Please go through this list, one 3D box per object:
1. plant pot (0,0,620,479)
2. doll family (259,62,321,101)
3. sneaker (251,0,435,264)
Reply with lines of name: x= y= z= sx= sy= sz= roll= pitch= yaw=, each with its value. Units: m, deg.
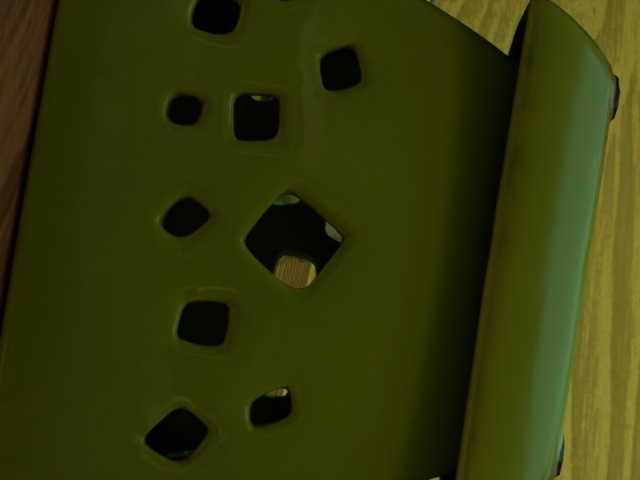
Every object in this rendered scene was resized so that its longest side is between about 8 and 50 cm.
plant pot: x=0.000 y=0.000 z=0.804 sx=0.227 sy=0.207 sz=0.228 roll=34 pitch=64 yaw=-87
doll family: x=-0.010 y=-0.140 z=1.032 sx=0.163 sy=0.118 sz=0.263 roll=-75 pitch=174 yaw=-63
sneaker: x=-0.004 y=-0.153 z=1.293 sx=0.147 sy=0.145 sz=0.385 roll=-32 pitch=-145 yaw=41
